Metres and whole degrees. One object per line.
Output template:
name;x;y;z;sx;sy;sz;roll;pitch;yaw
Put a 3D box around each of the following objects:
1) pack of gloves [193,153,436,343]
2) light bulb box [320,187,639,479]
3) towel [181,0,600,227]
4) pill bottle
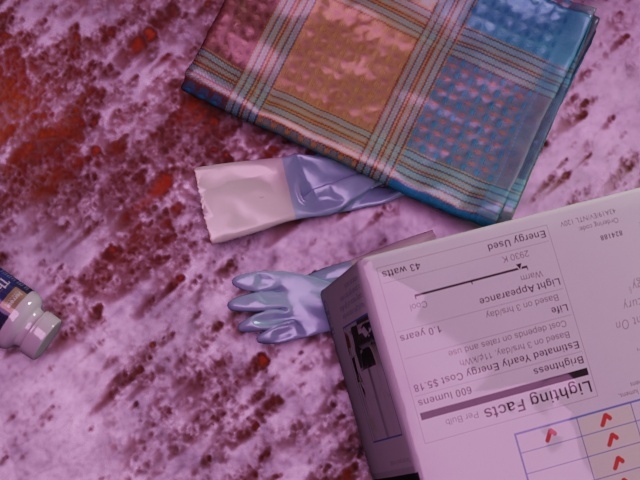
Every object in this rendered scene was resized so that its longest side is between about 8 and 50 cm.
pack of gloves;0.000;0.000;1.804;0.232;0.046;0.195;-12;79;-12
light bulb box;0.227;0.162;1.671;0.357;0.225;0.361;-14;83;-11
towel;0.077;-0.195;1.815;0.370;0.040;0.271;24;74;2
pill bottle;-0.324;0.067;1.760;0.120;0.067;0.067;34;82;3
